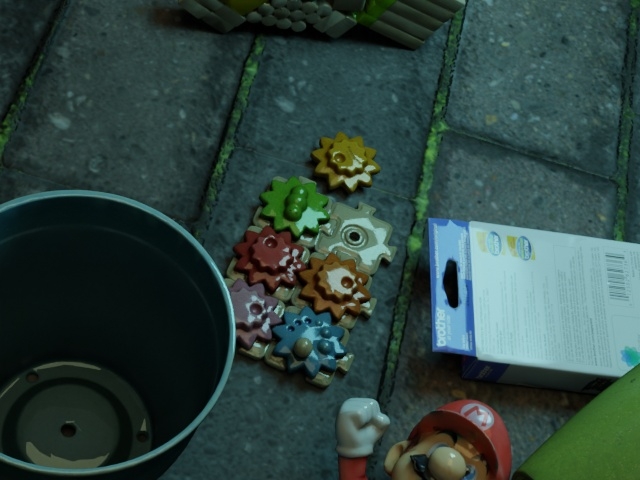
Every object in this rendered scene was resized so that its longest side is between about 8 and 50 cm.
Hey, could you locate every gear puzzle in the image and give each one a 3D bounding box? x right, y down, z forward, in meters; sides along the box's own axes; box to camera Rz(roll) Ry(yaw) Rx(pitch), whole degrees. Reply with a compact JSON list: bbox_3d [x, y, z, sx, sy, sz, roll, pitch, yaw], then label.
[{"bbox_3d":[0.000,0.000,1.407,0.175,0.044,0.339,23,56,1],"label":"gear puzzle"}]

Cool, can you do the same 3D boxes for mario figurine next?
[{"bbox_3d":[0.073,0.273,1.175,0.320,0.170,0.198,-47,113,-25],"label":"mario figurine"}]

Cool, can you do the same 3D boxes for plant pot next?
[{"bbox_3d":[-0.232,0.134,1.139,0.271,0.255,0.272,6,58,-10],"label":"plant pot"},{"bbox_3d":[0.352,0.240,1.221,0.293,0.275,0.275,-20,65,-14],"label":"plant pot"}]

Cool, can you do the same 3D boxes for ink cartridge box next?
[{"bbox_3d":[0.268,0.080,1.416,0.311,0.065,0.186,9,57,-12],"label":"ink cartridge box"}]

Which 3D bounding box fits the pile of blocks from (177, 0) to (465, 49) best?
[{"bbox_3d":[0.000,-0.344,1.561,0.362,0.149,0.113,2,58,-13],"label":"pile of blocks"}]
